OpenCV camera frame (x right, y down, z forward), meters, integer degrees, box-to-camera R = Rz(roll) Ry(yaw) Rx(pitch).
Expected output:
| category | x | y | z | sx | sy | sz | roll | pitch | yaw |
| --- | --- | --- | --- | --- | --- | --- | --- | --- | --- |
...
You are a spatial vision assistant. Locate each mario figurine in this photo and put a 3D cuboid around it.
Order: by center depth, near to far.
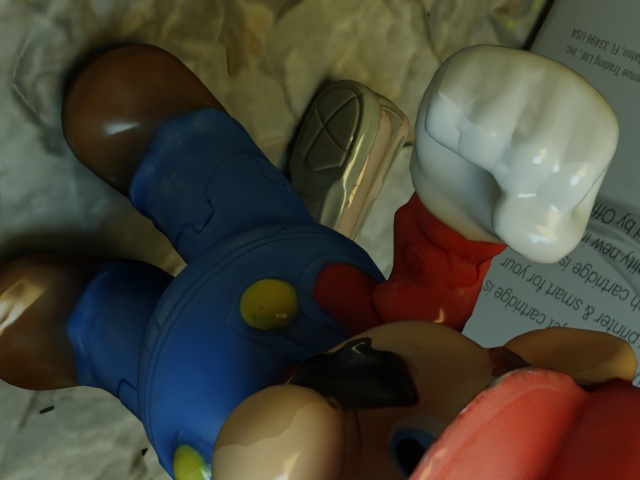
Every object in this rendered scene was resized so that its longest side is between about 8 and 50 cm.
| category | x | y | z | sx | sy | sz | roll | pitch | yaw |
| --- | --- | --- | --- | --- | --- | --- | --- | --- | --- |
| mario figurine | -0.019 | 0.036 | 0.517 | 0.170 | 0.320 | 0.198 | -21 | 121 | -25 |

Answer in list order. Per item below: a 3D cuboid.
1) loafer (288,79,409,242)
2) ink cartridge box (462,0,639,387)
| category | x | y | z | sx | sy | sz | roll | pitch | yaw |
| --- | --- | --- | --- | --- | --- | --- | --- | --- | --- |
| loafer | 0.000 | 0.000 | 0.694 | 0.039 | 0.045 | 0.125 | 20 | 96 | -45 |
| ink cartridge box | 0.171 | 0.009 | 0.694 | 0.129 | 0.223 | 0.307 | 21 | 98 | -40 |
